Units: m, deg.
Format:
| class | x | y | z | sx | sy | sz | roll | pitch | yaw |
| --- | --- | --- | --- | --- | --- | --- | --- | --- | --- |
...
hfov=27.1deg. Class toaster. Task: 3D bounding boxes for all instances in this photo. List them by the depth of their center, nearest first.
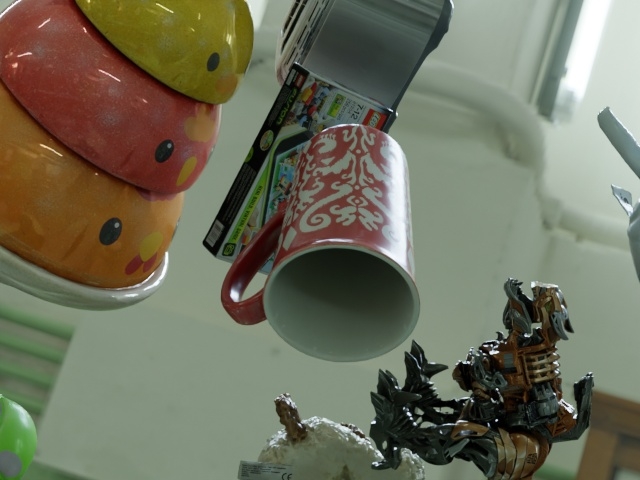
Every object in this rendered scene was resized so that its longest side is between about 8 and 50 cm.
| class | x | y | z | sx | sy | sz | roll | pitch | yaw |
| --- | --- | --- | --- | --- | --- | --- | --- | --- | --- |
| toaster | 0.045 | -0.232 | 1.441 | 0.146 | 0.129 | 0.227 | 20 | -54 | -15 |

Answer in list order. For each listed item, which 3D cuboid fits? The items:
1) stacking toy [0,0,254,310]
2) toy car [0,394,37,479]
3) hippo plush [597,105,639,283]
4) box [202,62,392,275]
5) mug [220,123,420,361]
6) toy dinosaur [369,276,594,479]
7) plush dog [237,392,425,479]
| class | x | y | z | sx | sy | sz | roll | pitch | yaw |
| --- | --- | --- | --- | --- | --- | --- | --- | --- | --- |
| stacking toy | -0.188 | -0.196 | 1.351 | 0.350 | 0.480 | 0.351 | 35 | 22 | -17 |
| toy car | -0.243 | 0.191 | 1.036 | 0.239 | 0.053 | 0.225 | 59 | 3 | -43 |
| hippo plush | 0.393 | 0.038 | 1.120 | 0.236 | 0.294 | 0.234 | -14 | -40 | 11 |
| box | -0.023 | -0.064 | 1.338 | 0.114 | 0.207 | 0.036 | 19 | 13 | -36 |
| mug | 0.002 | -0.007 | 1.012 | 0.150 | 0.169 | 0.113 | 4 | -51 | 2 |
| toy dinosaur | 0.173 | 0.198 | 1.416 | 0.218 | 0.322 | 0.164 | 12 | -9 | 17 |
| plush dog | -0.025 | 0.312 | 1.774 | 0.211 | 0.262 | 0.225 | 57 | -18 | 3 |
